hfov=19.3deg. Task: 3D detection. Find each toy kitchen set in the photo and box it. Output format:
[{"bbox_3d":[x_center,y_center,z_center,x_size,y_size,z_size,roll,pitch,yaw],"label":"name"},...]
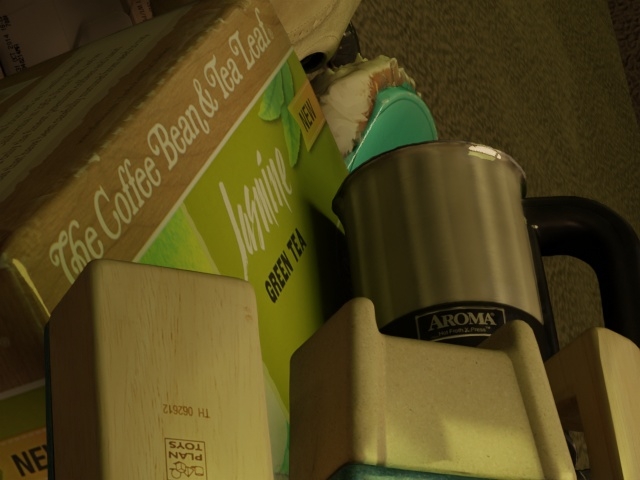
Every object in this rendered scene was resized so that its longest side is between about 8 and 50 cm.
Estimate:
[{"bbox_3d":[-0.002,0.109,0.599,0.207,0.166,0.122,9,57,-25],"label":"toy kitchen set"}]

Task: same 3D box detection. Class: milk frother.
[{"bbox_3d":[0.066,0.054,0.799,0.143,0.129,0.135,118,-27,-52],"label":"milk frother"}]

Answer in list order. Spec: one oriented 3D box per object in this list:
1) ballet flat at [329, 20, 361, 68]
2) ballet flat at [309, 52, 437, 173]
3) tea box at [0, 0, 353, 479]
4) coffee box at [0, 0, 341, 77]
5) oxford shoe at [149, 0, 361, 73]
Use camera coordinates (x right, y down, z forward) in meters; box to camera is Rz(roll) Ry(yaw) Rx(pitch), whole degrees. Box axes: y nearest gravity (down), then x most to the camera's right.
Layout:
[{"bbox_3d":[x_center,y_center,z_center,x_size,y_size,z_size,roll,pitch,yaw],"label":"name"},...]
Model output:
[{"bbox_3d":[-0.008,-0.196,1.605,0.057,0.049,0.173,50,-6,44],"label":"ballet flat"},{"bbox_3d":[0.000,0.000,1.197,0.409,0.147,0.147,72,7,-63],"label":"ballet flat"},{"bbox_3d":[-0.090,0.110,0.774,0.323,0.220,0.329,64,20,-17],"label":"tea box"},{"bbox_3d":[-0.098,-0.152,1.152,0.246,0.098,0.141,-30,101,-63],"label":"coffee box"},{"bbox_3d":[-0.025,-0.181,1.099,0.397,0.140,0.146,-46,150,-67],"label":"oxford shoe"}]
